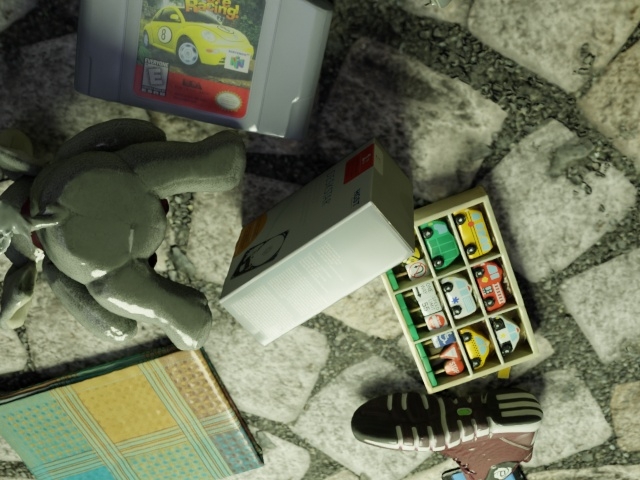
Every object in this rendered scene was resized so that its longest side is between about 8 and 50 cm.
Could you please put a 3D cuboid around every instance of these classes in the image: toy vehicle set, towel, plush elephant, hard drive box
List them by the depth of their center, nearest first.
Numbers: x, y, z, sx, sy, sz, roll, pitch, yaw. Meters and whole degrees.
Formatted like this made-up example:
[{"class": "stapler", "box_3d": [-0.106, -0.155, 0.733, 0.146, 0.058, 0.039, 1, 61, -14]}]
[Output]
[{"class": "plush elephant", "box_3d": [-0.293, -0.018, 1.059, 0.330, 0.255, 0.272, 6, 90, -32]}, {"class": "hard drive box", "box_3d": [0.000, 0.000, 1.074, 0.232, 0.181, 0.089, -33, 112, 21]}, {"class": "toy vehicle set", "box_3d": [0.181, 0.073, 1.167, 0.166, 0.035, 0.267, -21, 116, 6]}, {"class": "towel", "box_3d": [-0.307, 0.304, 1.364, 0.370, 0.040, 0.271, -18, 119, 12]}]

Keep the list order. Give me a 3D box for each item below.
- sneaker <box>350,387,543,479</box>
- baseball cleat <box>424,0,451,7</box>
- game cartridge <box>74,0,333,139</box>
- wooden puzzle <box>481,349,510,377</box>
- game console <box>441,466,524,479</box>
[{"class": "sneaker", "box_3d": [0.190, 0.315, 1.292, 0.281, 0.106, 0.163, -3, 123, 6]}, {"class": "baseball cleat", "box_3d": [0.128, -0.355, 0.918, 0.109, 0.072, 0.206, -22, 120, 9]}, {"class": "game cartridge", "box_3d": [-0.141, -0.240, 1.019, 0.294, 0.060, 0.196, 11, 117, -2]}, {"class": "wooden puzzle", "box_3d": [0.226, 0.165, 1.250, 0.116, 0.014, 0.079, 12, 121, -2]}, {"class": "game console", "box_3d": [0.267, 0.412, 1.363, 0.122, 0.107, 0.071, -21, 145, 17]}]
